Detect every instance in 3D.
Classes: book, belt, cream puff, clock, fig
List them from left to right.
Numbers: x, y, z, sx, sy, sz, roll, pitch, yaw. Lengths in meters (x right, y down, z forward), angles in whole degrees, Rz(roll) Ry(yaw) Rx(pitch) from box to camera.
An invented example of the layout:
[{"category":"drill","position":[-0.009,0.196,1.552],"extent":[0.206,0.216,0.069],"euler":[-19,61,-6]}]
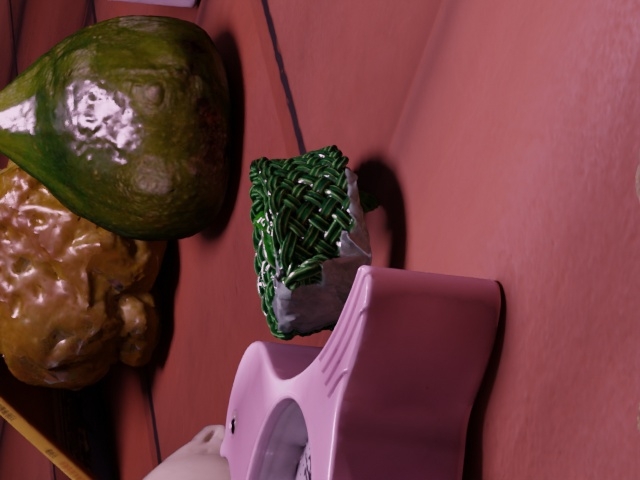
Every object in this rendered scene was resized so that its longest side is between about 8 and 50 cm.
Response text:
[{"category":"book","position":[-0.335,0.093,1.851],"extent":[0.374,0.028,0.262],"euler":[52,-168,-39]},{"category":"cream puff","position":[-0.251,0.020,1.707],"extent":[0.196,0.244,0.244],"euler":[-92,15,-55]},{"category":"fig","position":[-0.199,-0.101,1.513],"extent":[0.203,0.235,0.203],"euler":[-176,90,-77]},{"category":"belt","position":[0.000,0.000,1.136],"extent":[0.151,0.079,0.121],"euler":[137,125,-82]},{"category":"clock","position":[0.017,0.121,1.021],"extent":[0.275,0.080,0.290],"euler":[-102,26,-50]}]

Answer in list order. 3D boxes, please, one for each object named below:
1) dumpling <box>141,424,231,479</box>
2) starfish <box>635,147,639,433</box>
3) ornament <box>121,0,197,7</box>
[{"category":"dumpling","position":[-0.081,0.252,1.277],"extent":[0.252,0.131,0.179],"euler":[-95,-6,-59]},{"category":"starfish","position":[0.170,0.005,0.550],"extent":[0.375,0.094,0.327],"euler":[105,170,-51]},{"category":"ornament","position":[-0.214,-0.384,1.594],"extent":[0.239,0.240,0.239],"euler":[113,153,-48]}]
